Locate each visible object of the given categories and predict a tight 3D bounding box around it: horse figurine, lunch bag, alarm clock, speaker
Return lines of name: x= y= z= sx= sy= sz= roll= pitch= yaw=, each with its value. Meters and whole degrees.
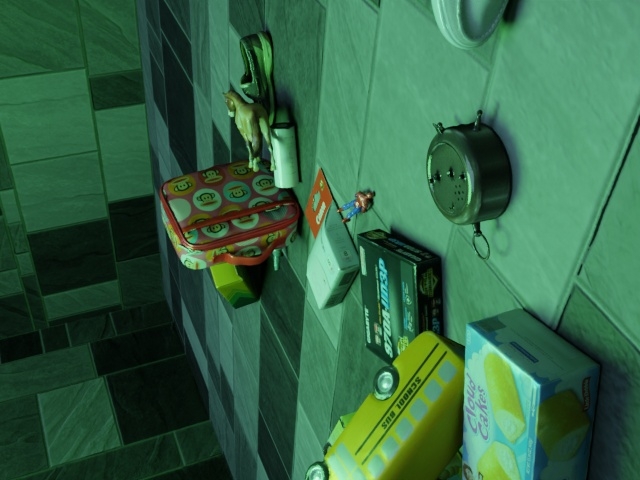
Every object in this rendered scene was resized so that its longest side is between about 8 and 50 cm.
horse figurine: x=-0.150 y=-0.241 z=1.658 sx=0.263 sy=0.066 sz=0.174 roll=-137 pitch=35 yaw=-71
lunch bag: x=-0.201 y=-0.049 z=1.727 sx=0.258 sy=0.293 sz=0.120 roll=60 pitch=156 yaw=31
alarm clock: x=0.191 y=-0.066 z=0.989 sx=0.129 sy=0.064 sz=0.192 roll=177 pitch=78 yaw=-70
speaker: x=-0.078 y=-0.185 z=1.655 sx=0.055 sy=0.055 sz=0.136 roll=-139 pitch=40 yaw=-59

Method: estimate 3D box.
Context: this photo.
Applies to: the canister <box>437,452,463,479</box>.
canister: x=0.159 y=0.408 z=1.206 sx=0.073 sy=0.170 sz=0.126 roll=98 pitch=151 yaw=-46

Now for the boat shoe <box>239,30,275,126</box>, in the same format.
boat shoe: x=-0.148 y=-0.357 z=1.710 sx=0.080 sy=0.073 sz=0.223 roll=-130 pitch=33 yaw=-51

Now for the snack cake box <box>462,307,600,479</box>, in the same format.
snack cake box: x=0.255 y=0.239 z=0.958 sx=0.152 sy=0.089 sz=0.264 roll=-139 pitch=40 yaw=-57

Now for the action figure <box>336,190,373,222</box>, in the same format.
action figure: x=0.067 y=-0.065 z=1.374 sx=0.038 sy=0.030 sz=0.115 roll=69 pitch=155 yaw=7

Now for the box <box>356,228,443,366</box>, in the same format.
box: x=0.131 y=0.108 z=1.252 sx=0.175 sy=0.051 sz=0.220 roll=31 pitch=131 yaw=57

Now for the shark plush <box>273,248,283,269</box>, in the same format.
shark plush: x=-0.123 y=-0.010 z=1.869 sx=0.073 sy=0.067 sz=0.161 roll=-142 pitch=43 yaw=-61

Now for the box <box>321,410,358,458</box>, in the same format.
box: x=0.060 y=0.460 z=1.679 sx=0.232 sy=0.058 sz=0.087 roll=107 pitch=144 yaw=-54

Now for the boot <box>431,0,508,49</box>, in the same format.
boot: x=0.185 y=-0.312 z=0.787 sx=0.123 sy=0.095 sz=0.258 roll=-119 pitch=25 yaw=-54

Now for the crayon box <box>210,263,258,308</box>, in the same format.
crayon box: x=-0.262 y=0.057 z=2.129 sx=0.318 sy=0.081 sz=0.202 roll=76 pitch=175 yaw=-71

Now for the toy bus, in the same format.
toy bus: x=0.111 y=0.290 z=1.091 sx=0.332 sy=0.108 sz=0.130 roll=-56 pitch=39 yaw=9

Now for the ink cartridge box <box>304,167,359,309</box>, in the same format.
ink cartridge box: x=0.000 y=0.000 z=1.562 sx=0.232 sy=0.066 sz=0.189 roll=64 pitch=157 yaw=22
